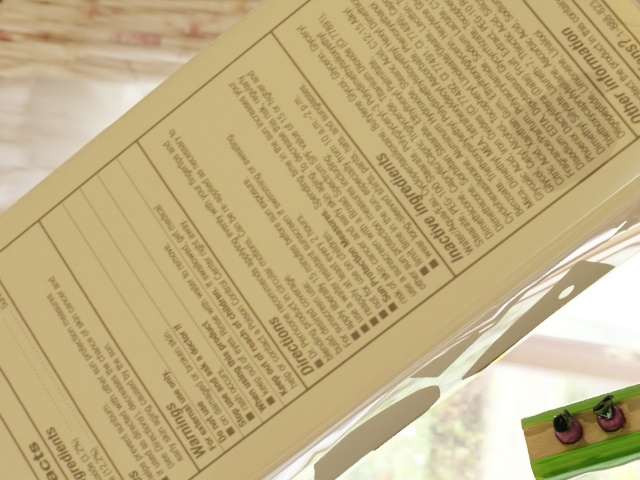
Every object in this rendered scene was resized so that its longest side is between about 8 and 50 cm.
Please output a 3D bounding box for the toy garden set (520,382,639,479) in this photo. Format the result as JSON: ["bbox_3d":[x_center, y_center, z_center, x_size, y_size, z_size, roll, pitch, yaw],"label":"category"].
[{"bbox_3d":[0.223,0.172,0.743,0.049,0.204,0.244,49,-153,-53],"label":"toy garden set"}]

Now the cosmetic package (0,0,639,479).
[{"bbox_3d":[0.000,0.000,0.581,0.160,0.309,0.113,55,-171,18],"label":"cosmetic package"}]
